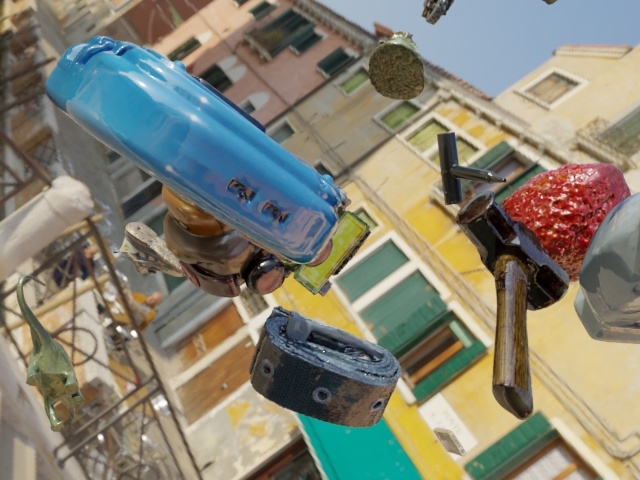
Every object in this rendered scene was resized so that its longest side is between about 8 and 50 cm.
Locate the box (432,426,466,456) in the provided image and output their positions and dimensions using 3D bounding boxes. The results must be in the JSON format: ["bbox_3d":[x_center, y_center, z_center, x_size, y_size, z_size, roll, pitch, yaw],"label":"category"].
[{"bbox_3d":[0.217,0.338,1.111,0.046,0.012,0.083,56,-12,6],"label":"box"}]

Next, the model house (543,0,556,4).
[{"bbox_3d":[0.593,-0.682,1.586,0.170,0.194,0.211,23,-4,31],"label":"model house"}]

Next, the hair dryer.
[{"bbox_3d":[0.345,-0.171,1.507,0.195,0.050,0.173,0,-78,60],"label":"hair dryer"}]

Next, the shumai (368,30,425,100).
[{"bbox_3d":[0.139,-0.317,1.167,0.124,0.099,0.087,77,22,-48],"label":"shumai"}]

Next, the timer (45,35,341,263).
[{"bbox_3d":[-0.141,-0.105,0.741,0.309,0.115,0.340,33,0,-34],"label":"timer"}]

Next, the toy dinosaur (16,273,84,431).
[{"bbox_3d":[-0.487,0.238,1.197,0.147,0.076,0.363,48,-30,49],"label":"toy dinosaur"}]

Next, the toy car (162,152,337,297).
[{"bbox_3d":[-0.139,-0.067,1.256,0.271,0.340,0.240,38,-28,41],"label":"toy car"}]

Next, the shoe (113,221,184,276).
[{"bbox_3d":[-0.403,0.041,1.563,0.180,0.092,0.089,38,17,-16],"label":"shoe"}]

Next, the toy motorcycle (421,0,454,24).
[{"bbox_3d":[0.274,-0.553,1.350,0.094,0.229,0.130,21,18,-14],"label":"toy motorcycle"}]

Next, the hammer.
[{"bbox_3d":[0.308,0.113,1.082,0.242,0.095,0.409,44,37,-18],"label":"hammer"}]

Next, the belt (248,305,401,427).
[{"bbox_3d":[0.011,0.181,0.967,0.218,0.128,0.122,21,22,-5],"label":"belt"}]

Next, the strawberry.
[{"bbox_3d":[0.535,-0.051,1.416,0.257,0.277,0.257,34,30,-22],"label":"strawberry"}]

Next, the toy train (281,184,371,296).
[{"bbox_3d":[0.000,0.000,1.579,0.177,0.261,0.134,38,2,0],"label":"toy train"}]

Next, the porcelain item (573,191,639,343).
[{"bbox_3d":[0.566,0.047,1.092,0.405,0.242,0.178,76,19,-64],"label":"porcelain item"}]
